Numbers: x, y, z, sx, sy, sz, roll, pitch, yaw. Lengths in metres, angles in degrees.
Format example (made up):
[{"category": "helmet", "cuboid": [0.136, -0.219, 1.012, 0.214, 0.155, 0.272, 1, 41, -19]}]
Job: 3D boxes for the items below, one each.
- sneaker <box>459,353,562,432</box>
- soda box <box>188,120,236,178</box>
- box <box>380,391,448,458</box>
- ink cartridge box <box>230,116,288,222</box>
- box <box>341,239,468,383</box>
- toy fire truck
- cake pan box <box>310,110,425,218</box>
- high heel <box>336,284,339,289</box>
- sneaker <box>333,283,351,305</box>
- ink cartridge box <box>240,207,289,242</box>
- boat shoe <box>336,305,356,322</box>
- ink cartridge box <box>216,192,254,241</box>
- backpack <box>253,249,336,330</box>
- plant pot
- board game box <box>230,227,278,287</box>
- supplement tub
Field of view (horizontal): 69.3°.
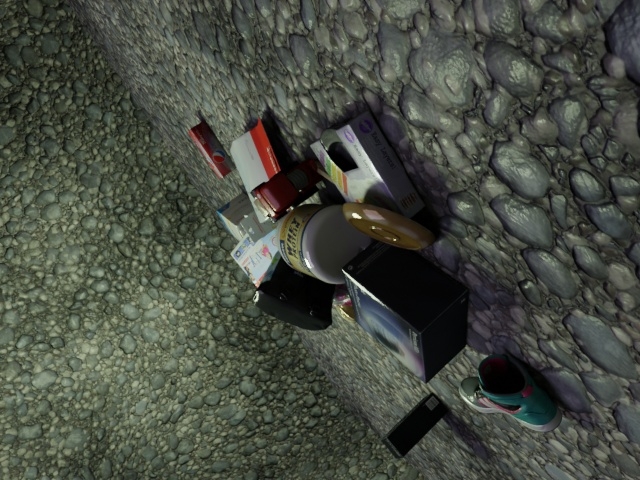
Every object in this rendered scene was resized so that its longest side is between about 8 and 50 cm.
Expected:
[{"category": "sneaker", "cuboid": [0.440, 0.368, 1.185, 0.178, 0.124, 0.295, 53, 156, -17]}, {"category": "soda box", "cuboid": [-0.509, -0.424, 2.180, 0.263, 0.083, 0.092, 57, 163, -15]}, {"category": "box", "cuboid": [0.379, 0.754, 1.882, 0.103, 0.261, 0.184, 47, 163, 17]}, {"category": "ink cartridge box", "cuboid": [-0.213, -0.228, 1.624, 0.385, 0.091, 0.309, 173, 76, -77]}, {"category": "box", "cuboid": [0.235, 0.189, 1.284, 0.294, 0.182, 0.296, 37, 158, 38]}, {"category": "toy fire truck", "cuboid": [-0.052, -0.159, 1.321, 0.159, 0.217, 0.246, 53, 148, -3]}, {"category": "cake pan box", "cuboid": [0.103, -0.166, 1.116, 0.267, 0.070, 0.245, 57, 161, -14]}, {"category": "high heel", "cuboid": [0.122, 0.212, 1.808, 0.244, 0.082, 0.117, 50, 153, 25]}, {"category": "sneaker", "cuboid": [0.113, 0.180, 1.700, 0.252, 0.102, 0.112, -15, 78, 54]}, {"category": "ink cartridge box", "cuboid": [-0.235, -0.091, 1.925, 0.115, 0.198, 0.067, 59, 162, -18]}, {"category": "boat shoe", "cuboid": [0.100, 0.280, 2.020, 0.190, 0.068, 0.072, 40, 148, 36]}, {"category": "ink cartridge box", "cuboid": [-0.369, -0.097, 2.309, 0.232, 0.171, 0.168, 34, 155, 48]}, {"category": "backpack", "cuboid": [-0.074, 0.134, 1.693, 0.289, 0.356, 0.273, 24, 146, -12]}, {"category": "plant pot", "cuboid": [0.158, -0.027, 1.108, 0.236, 0.033, 0.236, 21, 172, 3]}, {"category": "board game box", "cuboid": [-0.222, 0.069, 2.105, 0.302, 0.086, 0.308, 49, 122, 11]}, {"category": "supplement tub", "cuboid": [0.000, 0.000, 1.437, 0.228, 0.228, 0.316, 58, 162, -18]}]
